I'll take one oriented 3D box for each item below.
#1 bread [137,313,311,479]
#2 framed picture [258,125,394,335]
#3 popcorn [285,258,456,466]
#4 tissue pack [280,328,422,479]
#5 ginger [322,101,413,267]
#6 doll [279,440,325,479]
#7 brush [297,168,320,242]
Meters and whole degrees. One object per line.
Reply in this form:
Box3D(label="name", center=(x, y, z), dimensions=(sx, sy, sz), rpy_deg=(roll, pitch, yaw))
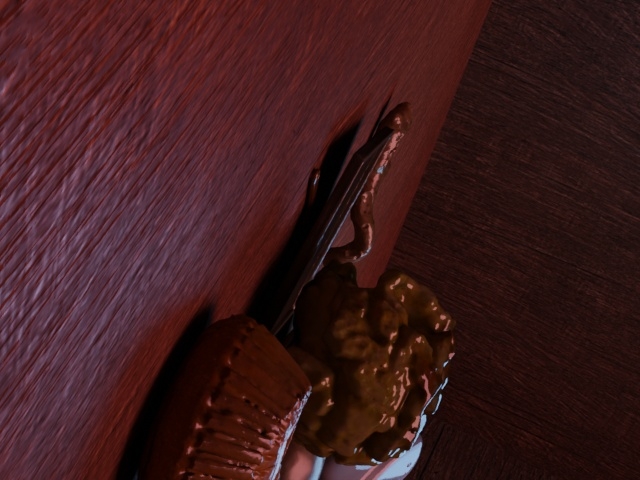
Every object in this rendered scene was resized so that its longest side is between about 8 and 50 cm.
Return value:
Box3D(label="bread", center=(-0.099, 0.195, 1.389), dimensions=(0.240, 0.139, 0.240), rpy_deg=(22, 90, -83))
Box3D(label="framed picture", center=(0.000, 0.000, 1.861), dimensions=(0.324, 0.020, 0.240), rpy_deg=(-61, 175, 19))
Box3D(label="popcorn", center=(0.045, 0.158, 1.750), dimensions=(0.293, 0.237, 0.293), rpy_deg=(-52, 155, -36))
Box3D(label="tissue pack", center=(0.025, 0.270, 2.199), dimensions=(0.229, 0.236, 0.333), rpy_deg=(-40, 149, -26))
Box3D(label="ginger", center=(0.077, -0.084, 2.137), dimensions=(0.089, 0.075, 0.288), rpy_deg=(-57, 168, -81))
Box3D(label="doll", center=(-0.083, 0.349, 1.949), dimensions=(0.330, 0.174, 0.235), rpy_deg=(105, 3, -48))
Box3D(label="brush", center=(-0.011, -0.048, 1.743), dimensions=(0.170, 0.014, 0.043), rpy_deg=(101, 14, -65))
